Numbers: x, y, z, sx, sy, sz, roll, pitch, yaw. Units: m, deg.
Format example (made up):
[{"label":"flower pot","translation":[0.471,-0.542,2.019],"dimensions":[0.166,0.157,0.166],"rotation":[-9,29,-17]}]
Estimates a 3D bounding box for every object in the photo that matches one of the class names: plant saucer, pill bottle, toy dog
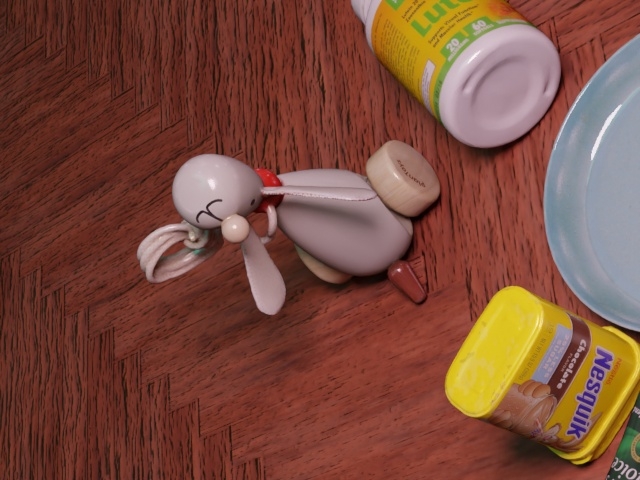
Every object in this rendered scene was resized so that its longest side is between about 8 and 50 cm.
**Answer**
[{"label":"plant saucer","translation":[0.345,-0.063,1.351],"dimensions":[0.318,0.044,0.317],"rotation":[-20,59,38]},{"label":"pill bottle","translation":[0.131,-0.214,1.564],"dimensions":[0.136,0.136,0.245],"rotation":[-52,44,14]},{"label":"toy dog","translation":[0.000,0.000,1.505],"dimensions":[0.161,0.334,0.220],"rotation":[57,140,25]}]

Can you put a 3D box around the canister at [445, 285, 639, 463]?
[{"label":"canister","translation":[0.201,0.119,1.316],"dimensions":[0.073,0.170,0.126],"rotation":[37,100,47]}]

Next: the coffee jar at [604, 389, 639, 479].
[{"label":"coffee jar","translation":[0.285,0.208,1.259],"dimensions":[0.096,0.079,0.184],"rotation":[26,92,48]}]
